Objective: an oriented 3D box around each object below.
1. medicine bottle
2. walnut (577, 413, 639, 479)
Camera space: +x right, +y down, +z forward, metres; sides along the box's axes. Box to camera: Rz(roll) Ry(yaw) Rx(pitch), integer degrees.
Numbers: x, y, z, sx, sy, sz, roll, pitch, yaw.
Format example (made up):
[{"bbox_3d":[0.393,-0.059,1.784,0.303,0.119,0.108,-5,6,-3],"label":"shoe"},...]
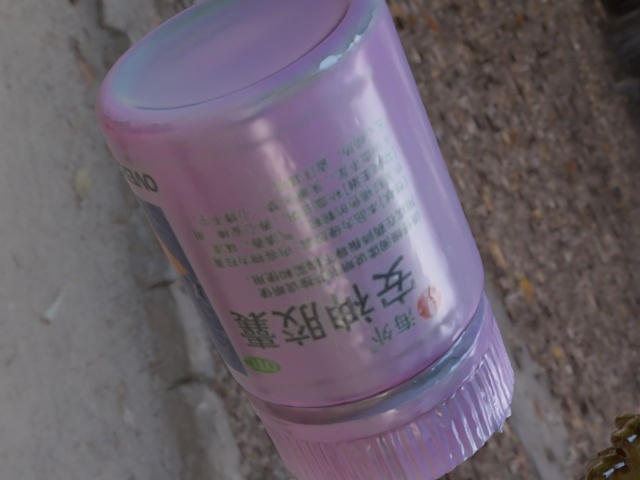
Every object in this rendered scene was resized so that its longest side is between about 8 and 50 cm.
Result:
[{"bbox_3d":[0.000,0.000,0.789,0.178,0.178,0.290,-85,156,-55],"label":"medicine bottle"},{"bbox_3d":[0.224,0.155,0.792,0.069,0.170,0.143,24,-45,64],"label":"walnut"}]
